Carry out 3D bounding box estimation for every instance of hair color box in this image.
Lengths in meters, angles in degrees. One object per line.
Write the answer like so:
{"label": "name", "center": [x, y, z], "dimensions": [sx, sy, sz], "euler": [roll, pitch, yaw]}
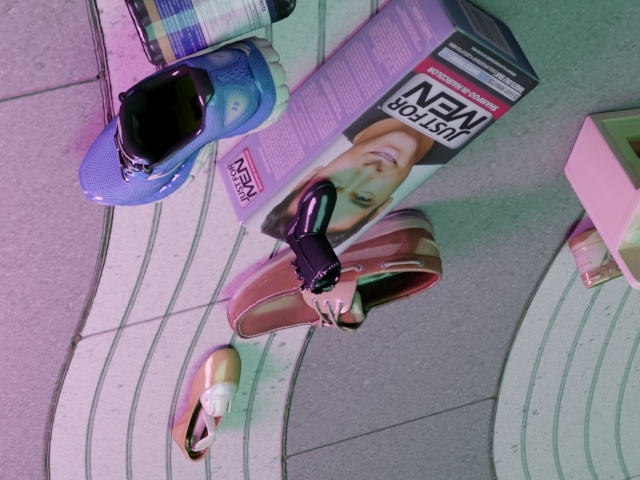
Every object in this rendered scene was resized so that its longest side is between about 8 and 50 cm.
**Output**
{"label": "hair color box", "center": [0.068, -0.146, 1.847], "dimensions": [0.374, 0.114, 0.185], "euler": [-41, 141, 24]}

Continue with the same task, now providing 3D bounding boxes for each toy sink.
{"label": "toy sink", "center": [0.473, -0.067, 2.069], "dimensions": [0.152, 0.234, 0.131], "euler": [-8, 142, -19]}

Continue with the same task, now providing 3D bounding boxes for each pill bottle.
{"label": "pill bottle", "center": [-0.101, -0.279, 1.575], "dimensions": [0.219, 0.123, 0.123], "euler": [-21, 144, -3]}

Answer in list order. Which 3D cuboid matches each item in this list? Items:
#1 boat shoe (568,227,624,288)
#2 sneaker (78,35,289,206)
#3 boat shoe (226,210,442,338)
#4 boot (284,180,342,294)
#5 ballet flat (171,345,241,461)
{"label": "boat shoe", "center": [0.527, 0.020, 2.311], "dimensions": [0.285, 0.089, 0.104], "euler": [-7, 163, -14]}
{"label": "sneaker", "center": [-0.188, -0.129, 1.649], "dimensions": [0.147, 0.130, 0.330], "euler": [-13, 166, -45]}
{"label": "boat shoe", "center": [0.023, 0.067, 2.089], "dimensions": [0.324, 0.116, 0.123], "euler": [-24, 144, 1]}
{"label": "boot", "center": [0.000, 0.000, 1.813], "dimensions": [0.045, 0.099, 0.121], "euler": [2, 138, -32]}
{"label": "ballet flat", "center": [-0.166, 0.258, 2.266], "dimensions": [0.080, 0.073, 0.232], "euler": [-3, 139, -27]}
